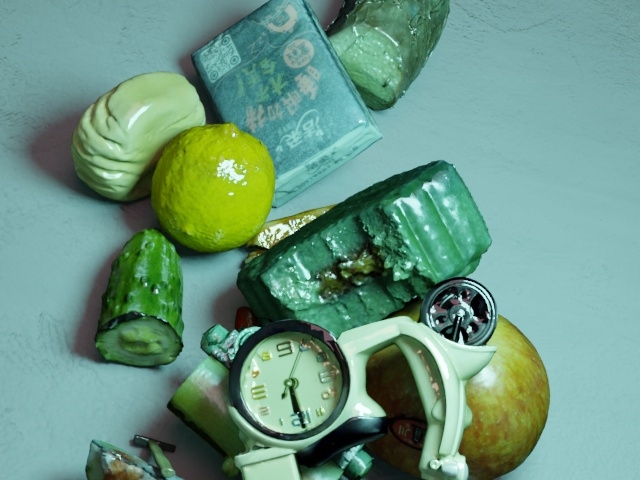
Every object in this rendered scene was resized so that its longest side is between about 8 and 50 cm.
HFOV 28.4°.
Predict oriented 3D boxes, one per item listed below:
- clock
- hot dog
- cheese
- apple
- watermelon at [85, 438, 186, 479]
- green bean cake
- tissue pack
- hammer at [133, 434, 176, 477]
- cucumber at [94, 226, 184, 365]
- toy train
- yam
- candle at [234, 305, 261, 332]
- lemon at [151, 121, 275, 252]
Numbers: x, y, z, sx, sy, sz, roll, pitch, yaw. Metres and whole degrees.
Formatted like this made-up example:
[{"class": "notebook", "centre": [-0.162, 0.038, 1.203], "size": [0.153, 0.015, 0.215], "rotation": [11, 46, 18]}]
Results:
[{"class": "clock", "centre": [0.066, 0.212, 1.677], "size": [0.379, 0.120, 0.276], "rotation": [-12, 80, 3]}, {"class": "hot dog", "centre": [0.000, 0.000, 2.053], "size": [0.269, 0.072, 0.109], "rotation": [-14, 64, -23]}, {"class": "cheese", "centre": [-0.286, -0.171, 2.001], "size": [0.226, 0.214, 0.117], "rotation": [-33, 66, -24]}, {"class": "apple", "centre": [0.185, 0.208, 1.854], "size": [0.309, 0.250, 0.277], "rotation": [14, 55, -6]}, {"class": "watermelon", "centre": [-0.208, 0.403, 1.630], "size": [0.320, 0.213, 0.289], "rotation": [37, 56, 0]}, {"class": "green bean cake", "centre": [0.062, 0.032, 1.865], "size": [0.308, 0.300, 0.169], "rotation": [-32, 98, -23]}, {"class": "tissue pack", "centre": [-0.065, -0.244, 2.120], "size": [0.228, 0.103, 0.315], "rotation": [-32, 63, 12]}, {"class": "hammer", "centre": [-0.217, 0.297, 1.728], "size": [0.062, 0.199, 0.013], "rotation": [17, 89, -14]}, {"class": "cucumber", "centre": [-0.262, 0.066, 1.908], "size": [0.134, 0.134, 0.244], "rotation": [9, 45, -10]}, {"class": "toy train", "centre": [-0.070, 0.248, 1.768], "size": [0.307, 0.126, 0.189], "rotation": [41, 50, 6]}, {"class": "yam", "centre": [0.108, -0.379, 2.276], "size": [0.202, 0.201, 0.271], "rotation": [27, 60, 4]}, {"class": "candle", "centre": [-0.093, 0.244, 1.875], "size": [0.051, 0.048, 0.329], "rotation": [33, 40, -45]}, {"class": "lemon", "centre": [-0.167, -0.080, 1.966], "size": [0.192, 0.231, 0.192], "rotation": [17, 30, -10]}]
